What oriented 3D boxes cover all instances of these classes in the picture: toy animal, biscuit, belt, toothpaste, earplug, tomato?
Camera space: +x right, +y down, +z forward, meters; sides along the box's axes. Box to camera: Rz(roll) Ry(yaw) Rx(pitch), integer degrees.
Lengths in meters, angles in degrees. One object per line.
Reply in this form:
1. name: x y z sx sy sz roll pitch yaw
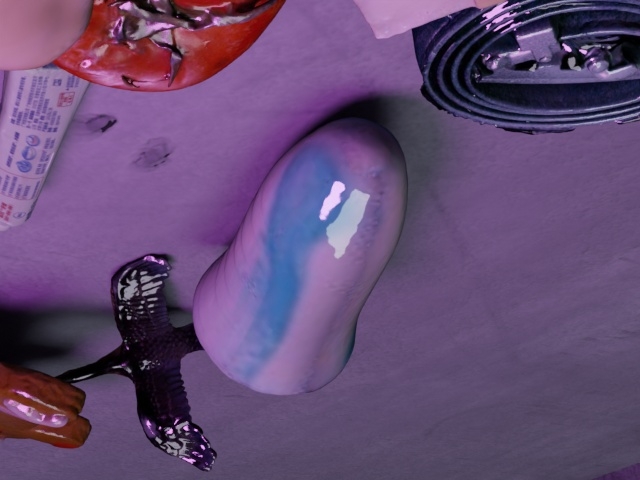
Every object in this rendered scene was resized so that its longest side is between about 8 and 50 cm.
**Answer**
1. toy animal: -0.217 0.151 1.334 0.197 0.273 0.160 -13 -173 14
2. biscuit: -0.418 0.205 1.348 0.283 0.064 0.432 21 158 -12
3. belt: 0.198 -0.172 0.841 0.267 0.116 0.206 3 155 -19
4. toothpaste: -0.253 -0.082 0.950 0.069 0.047 0.268 20 144 -14
5. earplug: 0.000 0.000 1.085 0.185 0.185 0.324 1 146 -22
6. tomato: -0.105 -0.183 0.670 0.187 0.151 0.187 -3 153 -2

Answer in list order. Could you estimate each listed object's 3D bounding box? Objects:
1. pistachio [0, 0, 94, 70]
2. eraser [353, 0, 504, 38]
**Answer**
1. pistachio: -0.302 -0.169 0.472 0.445 0.281 0.365 -5 147 -4
2. eraser: 0.171 -0.242 0.653 0.343 0.144 0.078 -16 155 16
